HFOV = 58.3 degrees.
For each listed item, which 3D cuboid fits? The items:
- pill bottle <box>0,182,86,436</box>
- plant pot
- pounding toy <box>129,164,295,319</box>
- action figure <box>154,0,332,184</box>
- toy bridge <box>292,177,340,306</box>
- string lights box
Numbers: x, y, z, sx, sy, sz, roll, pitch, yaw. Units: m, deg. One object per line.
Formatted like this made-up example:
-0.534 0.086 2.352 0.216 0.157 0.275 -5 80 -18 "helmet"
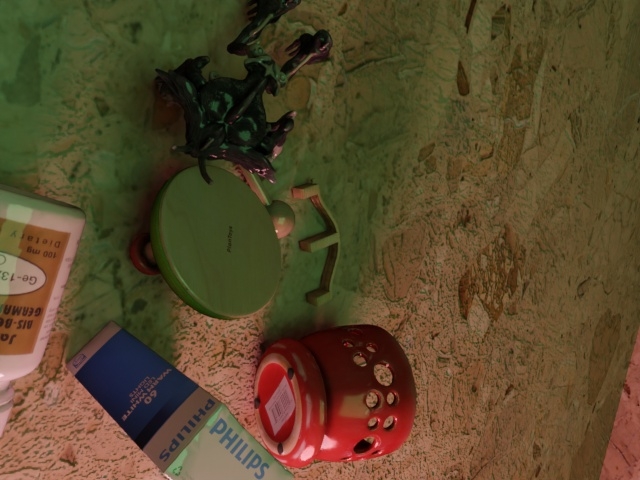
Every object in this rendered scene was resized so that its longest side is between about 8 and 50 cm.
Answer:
-0.314 0.062 0.527 0.131 0.131 0.229 18 88 -41 "pill bottle"
0.009 0.215 0.807 0.174 0.191 0.191 4 97 -33 "plant pot"
-0.140 -0.003 0.700 0.183 0.110 0.237 52 37 -24 "pounding toy"
-0.091 -0.158 0.643 0.164 0.141 0.275 41 55 -17 "action figure"
0.000 0.000 0.850 0.063 0.026 0.188 -21 113 -38 "toy bridge"
-0.157 0.185 0.604 0.077 0.260 0.133 -47 125 -22 "string lights box"
